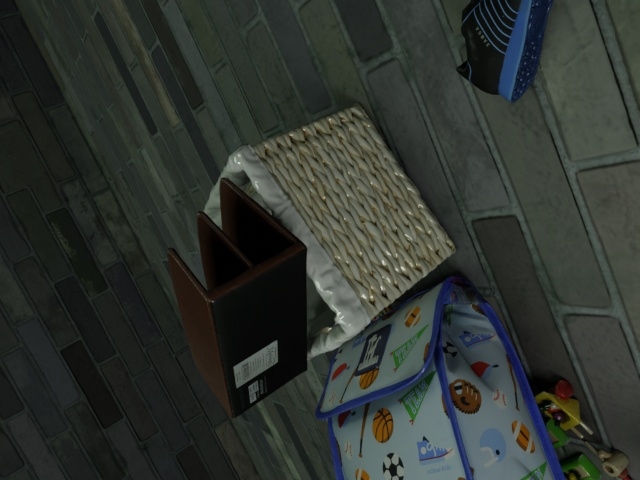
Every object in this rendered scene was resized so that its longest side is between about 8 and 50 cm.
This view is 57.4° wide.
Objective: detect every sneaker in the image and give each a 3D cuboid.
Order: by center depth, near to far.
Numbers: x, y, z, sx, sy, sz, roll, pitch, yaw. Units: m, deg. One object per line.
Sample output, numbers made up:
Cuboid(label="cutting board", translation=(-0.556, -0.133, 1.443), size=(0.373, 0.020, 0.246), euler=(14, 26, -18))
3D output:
Cuboid(label="sneaker", translation=(0.203, -0.264, 0.638), size=(0.090, 0.081, 0.232), euler=(34, 144, 27))

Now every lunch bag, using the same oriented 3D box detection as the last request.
Cuboid(label="lunch bag", translation=(0.165, 0.292, 0.959), size=(0.328, 0.239, 0.385), euler=(-40, 51, 45))

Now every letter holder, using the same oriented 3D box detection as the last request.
Cuboid(label="letter holder", translation=(-0.142, 0.085, 0.896), size=(0.214, 0.152, 0.302), euler=(42, 148, 32))

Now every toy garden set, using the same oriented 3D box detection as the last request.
Cuboid(label="toy garden set", translation=(0.392, 0.344, 0.932), size=(0.244, 0.049, 0.204), euler=(50, 150, 18))

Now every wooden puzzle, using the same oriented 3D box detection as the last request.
Cuboid(label="wooden puzzle", translation=(0.127, 0.164, 1.232), size=(0.078, 0.014, 0.116), euler=(49, 150, 20))

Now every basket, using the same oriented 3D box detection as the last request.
Cuboid(label="basket", translation=(0.000, 0.000, 1.018), size=(0.331, 0.266, 0.328), euler=(57, 152, 7))
